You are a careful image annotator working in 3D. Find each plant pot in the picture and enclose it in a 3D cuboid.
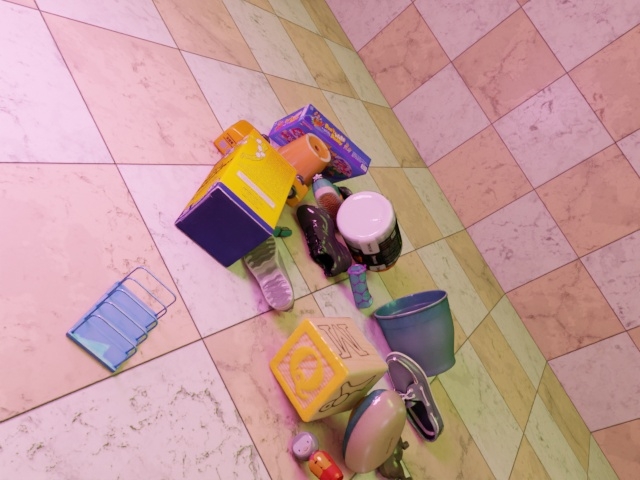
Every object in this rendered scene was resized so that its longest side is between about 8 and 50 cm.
[{"bbox_3d":[-0.072,-0.289,1.786,0.205,0.188,0.205,36,35,-31],"label":"plant pot"},{"bbox_3d":[0.360,0.343,1.741,0.272,0.272,0.255,-24,96,-60],"label":"plant pot"}]

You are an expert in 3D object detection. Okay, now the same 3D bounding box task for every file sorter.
[{"bbox_3d":[-0.392,0.151,0.977,0.118,0.105,0.170,46,32,-15],"label":"file sorter"}]

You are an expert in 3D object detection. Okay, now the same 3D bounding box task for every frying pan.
[{"bbox_3d":[0.109,-0.177,1.947,0.197,0.053,0.326,62,0,36],"label":"frying pan"}]

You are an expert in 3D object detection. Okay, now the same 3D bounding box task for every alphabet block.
[{"bbox_3d":[0.022,0.330,1.270,0.197,0.192,0.193,12,30,-52],"label":"alphabet block"}]

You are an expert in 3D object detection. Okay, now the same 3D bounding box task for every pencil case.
[{"bbox_3d":[0.144,0.163,1.719,0.064,0.070,0.151,-109,-177,-67],"label":"pencil case"}]

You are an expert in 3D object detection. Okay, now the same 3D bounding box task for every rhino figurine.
[{"bbox_3d":[0.209,0.595,1.437,0.106,0.073,0.243,40,32,-31],"label":"rhino figurine"}]

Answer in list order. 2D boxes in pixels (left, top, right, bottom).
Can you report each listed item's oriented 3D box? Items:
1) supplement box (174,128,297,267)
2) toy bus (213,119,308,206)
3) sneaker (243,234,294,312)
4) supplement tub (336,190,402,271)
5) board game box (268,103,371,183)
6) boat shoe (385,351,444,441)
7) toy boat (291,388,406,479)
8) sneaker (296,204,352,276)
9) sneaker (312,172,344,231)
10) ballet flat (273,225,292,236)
[{"bbox_3d":[-0.230,-0.131,1.398,0.195,0.194,0.356,44,32,-20],"label":"supplement box"},{"bbox_3d":[-0.194,-0.248,1.627,0.332,0.130,0.108,49,30,-11],"label":"toy bus"},{"bbox_3d":[-0.151,0.093,1.422,0.115,0.105,0.281,72,-3,-61],"label":"sneaker"},{"bbox_3d":[0.192,-0.018,1.791,0.338,0.207,0.207,59,14,-59],"label":"supplement tub"},{"bbox_3d":[-0.002,-0.366,1.911,0.347,0.233,0.078,36,63,-31],"label":"board game box"},{"bbox_3d":[0.312,0.523,1.614,0.319,0.116,0.099,60,26,-2],"label":"boat shoe"},{"bbox_3d":[0.083,0.497,1.237,0.318,0.267,0.148,-14,38,-42],"label":"toy boat"},{"bbox_3d":[0.000,0.000,1.697,0.286,0.109,0.130,55,36,3],"label":"sneaker"},{"bbox_3d":[0.045,-0.143,1.816,0.302,0.108,0.120,60,11,-58],"label":"sneaker"},{"bbox_3d":[-0.142,-0.031,1.591,0.114,0.041,0.041,5,57,-54],"label":"ballet flat"}]
